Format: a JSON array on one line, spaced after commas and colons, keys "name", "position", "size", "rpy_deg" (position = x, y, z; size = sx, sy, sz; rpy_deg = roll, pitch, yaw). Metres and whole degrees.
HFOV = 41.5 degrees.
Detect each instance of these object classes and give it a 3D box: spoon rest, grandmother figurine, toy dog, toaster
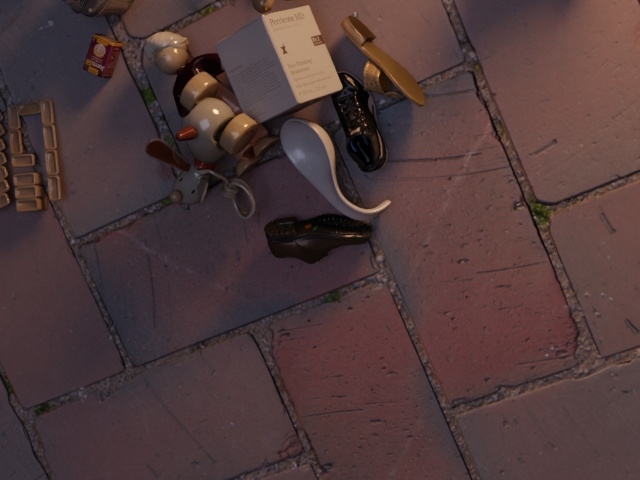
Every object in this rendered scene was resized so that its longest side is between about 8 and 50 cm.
[{"name": "spoon rest", "position": [0.019, -0.142, 1.746], "size": [0.276, 0.084, 0.137], "rpy_deg": [44, 146, 1]}, {"name": "grandmother figurine", "position": [-0.237, -0.308, 1.779], "size": [0.342, 0.104, 0.208], "rpy_deg": [47, 113, 2]}, {"name": "toy dog", "position": [-0.253, -0.167, 1.705], "size": [0.220, 0.161, 0.334], "rpy_deg": [29, 135, 25]}, {"name": "toaster", "position": [-0.441, -0.571, 1.757], "size": [0.129, 0.146, 0.227], "rpy_deg": [34, 107, 5]}]

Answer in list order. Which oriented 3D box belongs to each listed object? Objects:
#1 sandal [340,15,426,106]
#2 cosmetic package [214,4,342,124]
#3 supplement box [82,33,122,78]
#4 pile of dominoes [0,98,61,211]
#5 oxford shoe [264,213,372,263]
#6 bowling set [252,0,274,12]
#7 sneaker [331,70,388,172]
[{"name": "sandal", "position": [0.111, -0.339, 1.707], "size": [0.240, 0.088, 0.079], "rpy_deg": [51, 121, 8]}, {"name": "cosmetic package", "position": [-0.083, -0.347, 1.685], "size": [0.151, 0.151, 0.184], "rpy_deg": [-18, 98, 43]}, {"name": "supplement box", "position": [-0.478, -0.404, 1.852], "size": [0.055, 0.043, 0.083], "rpy_deg": [24, 106, 8]}, {"name": "pile of dominoes", "position": [-0.689, -0.191, 1.961], "size": [0.195, 0.040, 0.251], "rpy_deg": [-4, 91, 15]}, {"name": "oxford shoe", "position": [0.000, 0.000, 1.802], "size": [0.227, 0.083, 0.096], "rpy_deg": [-2, 122, 13]}, {"name": "bowling set", "position": [-0.081, -0.542, 1.671], "size": [0.287, 0.199, 0.154], "rpy_deg": [62, 139, 39]}, {"name": "sneaker", "position": [0.074, -0.242, 1.704], "size": [0.079, 0.121, 0.217], "rpy_deg": [-24, 94, 16]}]
